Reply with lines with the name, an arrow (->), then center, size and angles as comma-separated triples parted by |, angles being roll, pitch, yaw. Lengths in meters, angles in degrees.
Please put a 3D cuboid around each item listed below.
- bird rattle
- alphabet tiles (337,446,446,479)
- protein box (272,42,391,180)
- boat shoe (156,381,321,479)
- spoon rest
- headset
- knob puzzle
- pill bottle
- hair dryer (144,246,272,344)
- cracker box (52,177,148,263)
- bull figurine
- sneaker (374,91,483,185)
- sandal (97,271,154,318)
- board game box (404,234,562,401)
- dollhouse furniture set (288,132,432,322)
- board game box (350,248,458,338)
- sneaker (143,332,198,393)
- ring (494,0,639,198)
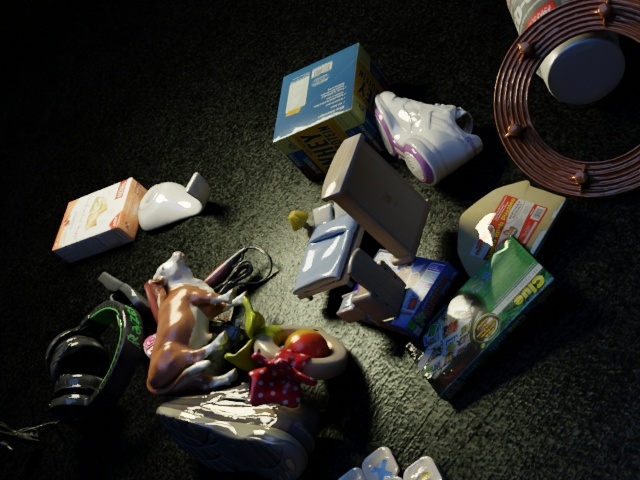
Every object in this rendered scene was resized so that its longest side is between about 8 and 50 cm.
bird rattle -> -0.048, 0.188, 1.756 | 0.253, 0.207, 0.143 | 25, 113, 60
alphabet tiles -> 0.079, 0.450, 1.538 | 0.284, 0.021, 0.278 | -38, 39, 9
protein box -> 0.027, -0.268, 2.141 | 0.200, 0.136, 0.201 | -20, 44, 29
boat shoe -> -0.138, 0.324, 1.790 | 0.355, 0.132, 0.130 | 6, 41, 40
spoon rest -> -0.339, -0.089, 2.384 | 0.276, 0.084, 0.137 | -12, 46, 53
headset -> -0.518, 0.286, 2.105 | 0.394, 0.185, 0.243 | -50, 35, 20
knob puzzle -> 0.309, -0.014, 1.732 | 0.213, 0.030, 0.213 | -28, 44, 32
pill bottle -> 0.440, -0.383, 1.842 | 0.161, 0.161, 0.283 | -29, 40, 21
hair dryer -> -0.242, 0.120, 2.101 | 0.294, 0.080, 0.223 | 2, 53, 26
cracker box -> -0.544, -0.048, 2.530 | 0.232, 0.067, 0.155 | -17, 46, 31
bull figurine -> -0.244, 0.156, 1.948 | 0.188, 0.101, 0.310 | -10, 53, 18
sneaker -> 0.205, -0.211, 1.976 | 0.152, 0.114, 0.305 | -27, 38, -6
sandal -> -0.426, 0.133, 2.243 | 0.054, 0.097, 0.254 | -53, 28, -12
board game box -> 0.255, 0.123, 1.638 | 0.259, 0.030, 0.136 | -47, 35, 11
dollhouse furniture set -> 0.000, 0.000, 1.827 | 0.303, 0.198, 0.286 | -20, 38, 44
board game box -> 0.134, 0.088, 1.776 | 0.136, 0.035, 0.201 | -56, 29, -13
sneaker -> -0.289, 0.246, 2.012 | 0.063, 0.074, 0.170 | -34, 45, -25
ring -> 0.446, -0.236, 1.665 | 0.337, 0.032, 0.336 | -2, 84, 24
